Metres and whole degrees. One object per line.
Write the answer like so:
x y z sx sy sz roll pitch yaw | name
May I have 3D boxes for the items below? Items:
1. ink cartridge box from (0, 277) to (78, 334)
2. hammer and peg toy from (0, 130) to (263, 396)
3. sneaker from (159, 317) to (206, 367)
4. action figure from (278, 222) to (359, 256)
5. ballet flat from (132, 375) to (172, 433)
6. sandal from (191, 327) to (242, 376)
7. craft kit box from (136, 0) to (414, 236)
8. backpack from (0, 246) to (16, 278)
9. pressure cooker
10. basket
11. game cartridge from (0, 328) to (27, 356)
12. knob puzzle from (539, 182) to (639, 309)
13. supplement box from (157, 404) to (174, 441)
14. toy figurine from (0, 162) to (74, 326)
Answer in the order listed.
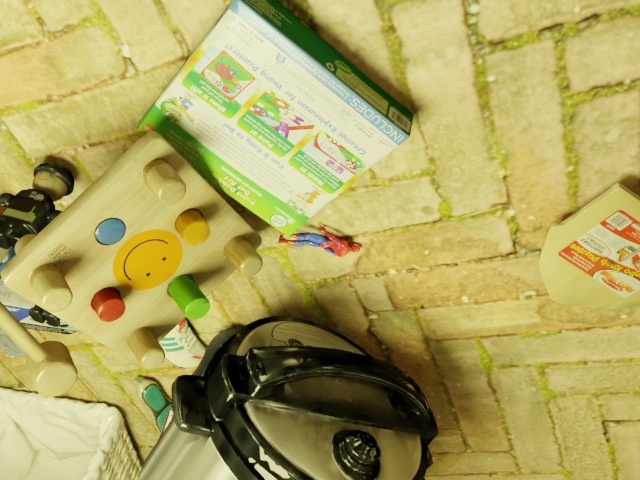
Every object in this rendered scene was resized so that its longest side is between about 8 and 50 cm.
-0.481 0.111 1.204 0.097 0.046 0.207 -24 152 34 | ink cartridge box
-0.269 0.055 0.927 0.361 0.127 0.266 -43 138 -3 | hammer and peg toy
-0.246 0.161 1.238 0.075 0.057 0.161 -24 120 41 | sneaker
0.000 0.000 1.024 0.115 0.030 0.038 15 142 -5 | action figure
-0.327 0.329 1.446 0.052 0.057 0.168 22 140 37 | ballet flat
-0.182 0.249 1.279 0.097 0.055 0.255 -8 143 -26 | sandal
-0.060 -0.144 0.882 0.249 0.061 0.246 36 131 -19 | craft kit box
-0.551 0.020 1.167 0.120 0.098 0.101 10 160 0 | backpack
-0.042 0.325 1.096 0.375 0.370 0.420 41 118 13 | pressure cooker
-0.589 0.529 1.521 0.331 0.328 0.267 6 139 14 | basket
-0.610 0.196 1.416 0.055 0.017 0.083 -1 133 13 | game cartridge
0.370 0.022 0.931 0.213 0.030 0.213 8 136 8 | knob puzzle
-0.210 0.381 1.400 0.188 0.081 0.104 20 175 -3 | supplement box
-0.399 0.009 1.081 0.209 0.148 0.213 -24 126 41 | toy figurine
